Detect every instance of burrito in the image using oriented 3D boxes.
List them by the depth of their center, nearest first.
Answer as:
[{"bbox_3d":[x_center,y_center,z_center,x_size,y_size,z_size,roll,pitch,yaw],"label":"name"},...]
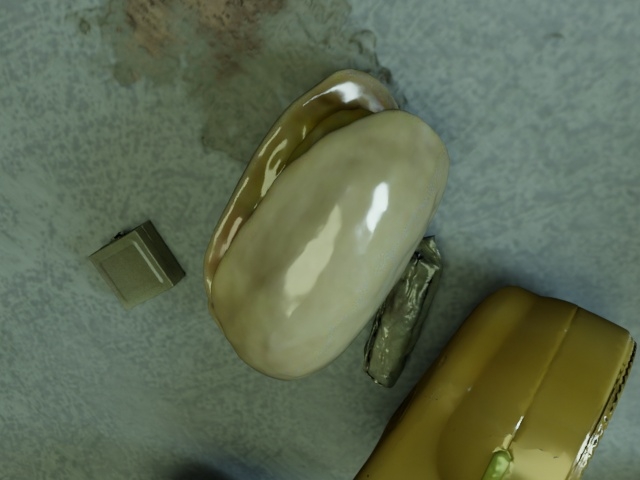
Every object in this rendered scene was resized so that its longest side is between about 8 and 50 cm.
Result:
[{"bbox_3d":[0.085,0.073,0.677,0.058,0.045,0.188,26,119,21],"label":"burrito"}]

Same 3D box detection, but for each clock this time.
[{"bbox_3d":[0.161,0.194,0.608,0.200,0.244,0.317,29,114,18],"label":"clock"}]

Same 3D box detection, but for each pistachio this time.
[{"bbox_3d":[0.000,0.000,0.601,0.187,0.187,0.299,32,110,-1],"label":"pistachio"}]

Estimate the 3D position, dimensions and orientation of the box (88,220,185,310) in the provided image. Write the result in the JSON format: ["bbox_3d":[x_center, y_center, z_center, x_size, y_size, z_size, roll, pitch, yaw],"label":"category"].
[{"bbox_3d":[-0.214,0.028,0.742,0.079,0.035,0.083,-25,104,23],"label":"box"}]
